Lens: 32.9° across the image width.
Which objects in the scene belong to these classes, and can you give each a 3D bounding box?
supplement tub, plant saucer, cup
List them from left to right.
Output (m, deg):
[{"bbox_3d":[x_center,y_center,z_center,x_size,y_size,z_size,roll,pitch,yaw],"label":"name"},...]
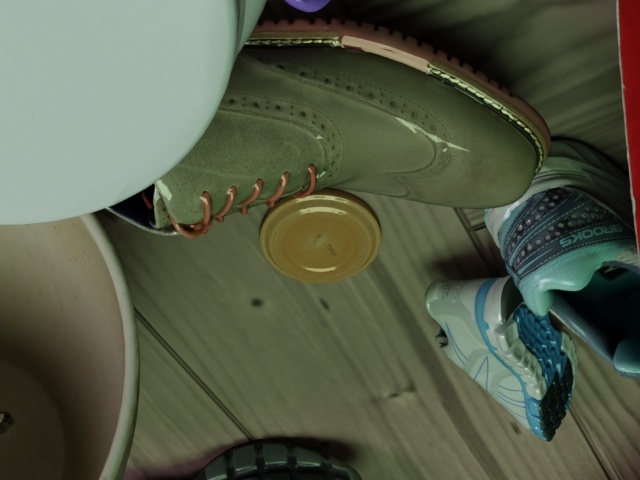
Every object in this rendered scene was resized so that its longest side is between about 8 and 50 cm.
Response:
[{"bbox_3d":[-0.262,0.119,0.678,0.331,0.331,0.237,0,156,0],"label":"cup"},{"bbox_3d":[-0.108,-0.157,0.413,0.191,0.272,0.191,0,133,0],"label":"supplement tub"},{"bbox_3d":[0.000,0.000,0.739,0.083,0.013,0.083,0,134,0],"label":"plant saucer"}]

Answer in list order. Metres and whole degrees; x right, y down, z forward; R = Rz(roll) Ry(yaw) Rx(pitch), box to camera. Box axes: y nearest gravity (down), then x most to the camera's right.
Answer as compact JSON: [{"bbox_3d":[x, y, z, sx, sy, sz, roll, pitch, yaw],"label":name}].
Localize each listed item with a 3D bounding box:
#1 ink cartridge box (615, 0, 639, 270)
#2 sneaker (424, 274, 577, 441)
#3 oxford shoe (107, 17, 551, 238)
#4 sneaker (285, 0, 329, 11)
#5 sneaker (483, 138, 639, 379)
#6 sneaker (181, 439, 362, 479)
[{"bbox_3d":[0.297,-0.048,0.535,0.272,0.130,0.309,-33,133,-13],"label":"ink cartridge box"},{"bbox_3d":[0.131,0.080,0.791,0.083,0.071,0.190,8,147,34],"label":"sneaker"},{"bbox_3d":[-0.044,-0.048,0.598,0.348,0.130,0.123,10,151,-5],"label":"oxford shoe"},{"bbox_3d":[0.040,-0.175,0.535,0.068,0.071,0.170,29,126,-24],"label":"sneaker"},{"bbox_3d":[0.226,0.051,0.712,0.283,0.122,0.110,24,130,-21],"label":"sneaker"},{"bbox_3d":[-0.086,0.240,0.928,0.267,0.101,0.106,-13,154,11],"label":"sneaker"}]
